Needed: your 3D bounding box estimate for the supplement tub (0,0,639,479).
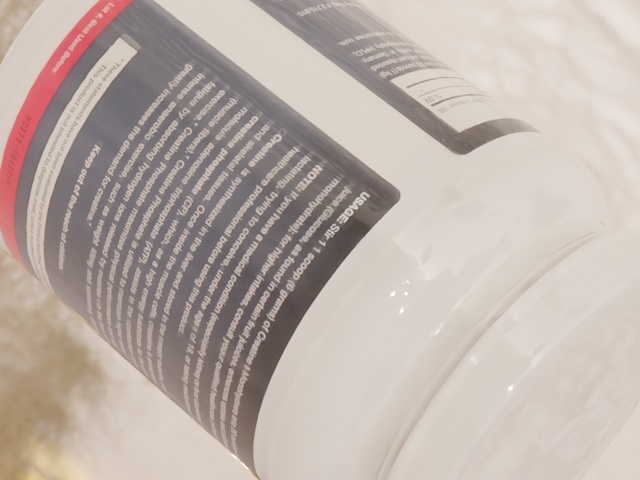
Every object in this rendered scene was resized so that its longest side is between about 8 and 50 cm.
[{"bbox_3d":[0.000,0.000,0.780,0.272,0.191,0.191,39,166,24],"label":"supplement tub"}]
